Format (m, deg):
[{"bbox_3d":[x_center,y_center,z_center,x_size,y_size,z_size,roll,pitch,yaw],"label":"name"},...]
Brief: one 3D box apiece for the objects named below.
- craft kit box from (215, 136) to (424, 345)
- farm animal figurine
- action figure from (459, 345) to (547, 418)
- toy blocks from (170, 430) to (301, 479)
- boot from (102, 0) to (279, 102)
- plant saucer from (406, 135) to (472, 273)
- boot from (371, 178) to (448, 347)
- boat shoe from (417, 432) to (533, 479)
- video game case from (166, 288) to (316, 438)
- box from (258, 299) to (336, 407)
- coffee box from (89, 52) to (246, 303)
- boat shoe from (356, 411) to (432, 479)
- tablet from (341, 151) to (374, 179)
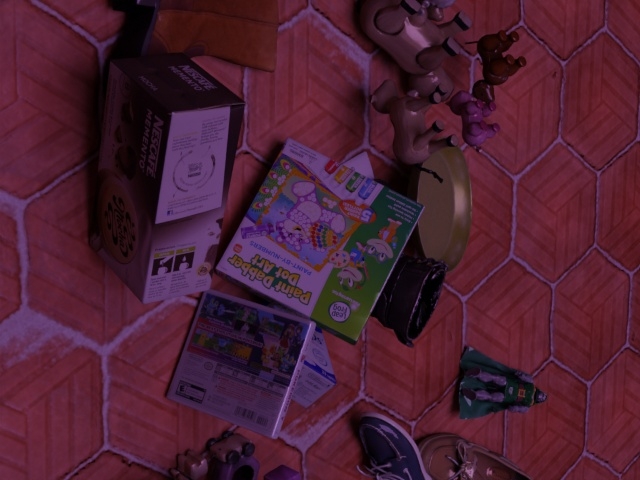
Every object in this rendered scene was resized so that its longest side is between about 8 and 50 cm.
[{"bbox_3d":[0.000,0.000,1.798,0.249,0.061,0.247,26,79,4],"label":"craft kit box"},{"bbox_3d":[0.170,-0.292,1.907,0.330,0.172,0.327,-42,102,-41],"label":"farm animal figurine"},{"bbox_3d":[0.361,0.290,2.210,0.232,0.063,0.137,15,84,-42],"label":"action figure"},{"bbox_3d":[-0.132,0.496,1.709,0.288,0.309,0.260,-22,116,-34],"label":"toy blocks"},{"bbox_3d":[-0.186,-0.275,1.705,0.280,0.096,0.264,-1,90,-45],"label":"boot"},{"bbox_3d":[0.206,-0.062,2.007,0.241,0.037,0.241,-1,91,-61],"label":"plant saucer"},{"bbox_3d":[0.127,0.033,1.879,0.091,0.229,0.263,19,85,-38],"label":"boot"},{"bbox_3d":[0.292,0.431,2.154,0.285,0.089,0.105,16,87,-38],"label":"boat shoe"},{"bbox_3d":[-0.122,0.184,1.733,0.023,0.201,0.184,31,77,-60],"label":"video game case"},{"bbox_3d":[-0.051,0.175,1.814,0.072,0.137,0.126,-40,128,18],"label":"box"},{"bbox_3d":[-0.216,-0.087,1.567,0.118,0.168,0.297,-12,129,-37],"label":"coffee box"},{"bbox_3d":[0.127,0.407,2.025,0.079,0.095,0.255,-53,134,-33],"label":"boat shoe"},{"bbox_3d":[0.055,-0.112,1.944,0.083,0.006,0.054,-31,114,-31],"label":"tablet"}]
